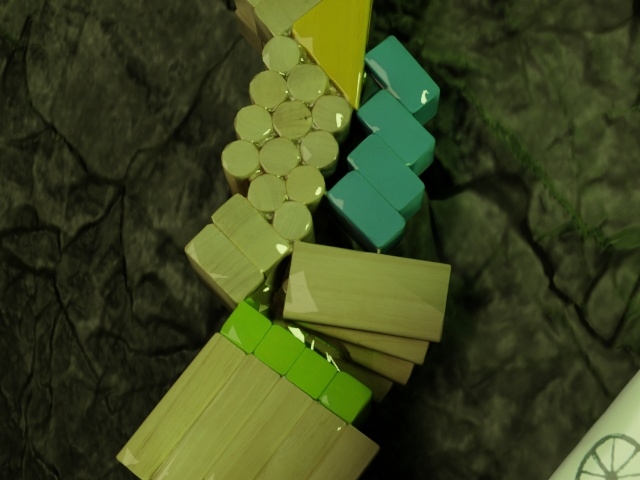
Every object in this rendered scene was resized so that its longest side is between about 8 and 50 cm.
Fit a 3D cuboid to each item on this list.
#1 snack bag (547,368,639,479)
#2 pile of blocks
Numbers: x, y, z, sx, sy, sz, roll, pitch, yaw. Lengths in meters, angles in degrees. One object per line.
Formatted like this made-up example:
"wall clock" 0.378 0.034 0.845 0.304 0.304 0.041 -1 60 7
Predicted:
"snack bag" 0.197 0.198 0.668 0.323 0.037 0.342 -51 59 8
"pile of blocks" 0.000 0.000 1.025 0.112 0.149 0.362 82 -160 -79
